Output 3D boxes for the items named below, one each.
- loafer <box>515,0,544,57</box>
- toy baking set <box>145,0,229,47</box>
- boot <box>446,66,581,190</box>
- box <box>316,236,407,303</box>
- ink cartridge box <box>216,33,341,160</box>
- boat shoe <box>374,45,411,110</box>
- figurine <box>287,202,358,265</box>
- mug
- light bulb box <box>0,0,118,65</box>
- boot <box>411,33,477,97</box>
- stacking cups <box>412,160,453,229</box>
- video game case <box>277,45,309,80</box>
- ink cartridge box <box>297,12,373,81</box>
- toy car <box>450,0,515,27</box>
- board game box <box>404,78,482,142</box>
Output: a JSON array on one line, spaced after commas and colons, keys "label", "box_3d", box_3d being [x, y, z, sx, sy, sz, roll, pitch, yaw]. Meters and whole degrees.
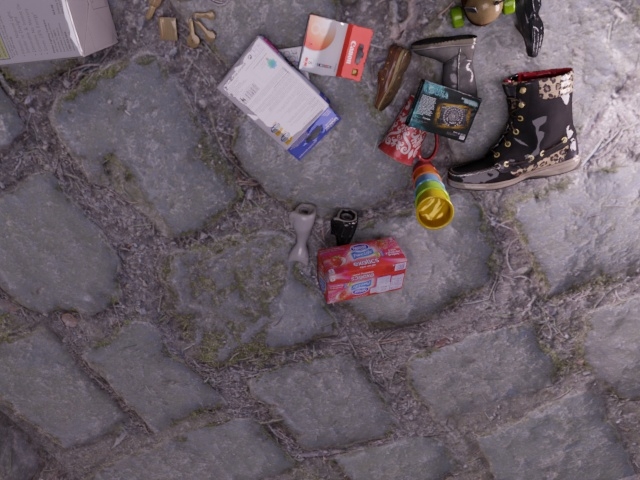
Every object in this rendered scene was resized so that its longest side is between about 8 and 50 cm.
[{"label": "loafer", "box_3d": [0.536, -0.560, 1.370, 0.061, 0.062, 0.170, 12, 124, 45]}, {"label": "toy baking set", "box_3d": [-0.347, -0.639, 1.409, 0.196, 0.030, 0.256, 24, 117, -11]}, {"label": "boot", "box_3d": [0.524, -0.299, 1.454, 0.377, 0.138, 0.284, -10, 118, 5]}, {"label": "box", "box_3d": [0.124, 0.091, 1.644, 0.256, 0.123, 0.128, -10, 133, -14]}, {"label": "ink cartridge box", "box_3d": [-0.111, -0.391, 1.477, 0.311, 0.065, 0.186, 42, 113, -14]}, {"label": "boat shoe", "box_3d": [0.188, -0.445, 1.454, 0.060, 0.064, 0.178, 33, 118, 21]}, {"label": "figurine", "box_3d": [0.000, 0.000, 1.687, 0.214, 0.092, 0.210, 8, 122, 1]}, {"label": "mug", "box_3d": [0.265, -0.309, 1.499, 0.150, 0.113, 0.169, 12, 117, -34]}, {"label": "light bulb box", "box_3d": [-0.765, -0.640, 1.327, 0.360, 0.225, 0.358, -3, 118, 7]}, {"label": "boot", "box_3d": [0.340, -0.441, 1.440, 0.189, 0.076, 0.209, -1, 124, 6]}, {"label": "stacking cups", "box_3d": [0.301, -0.136, 1.457, 0.095, 0.316, 0.096, 3, 116, 6]}, {"label": "video game case", "box_3d": [-0.111, -0.461, 1.486, 0.157, 0.019, 0.143, -6, 117, 8]}, {"label": "ink cartridge box", "box_3d": [0.040, -0.513, 1.425, 0.179, 0.045, 0.146, 12, 116, -6]}, {"label": "toy car", "box_3d": [0.391, -0.586, 1.277, 0.154, 0.188, 0.149, -10, 117, 17]}, {"label": "board game box", "box_3d": [0.330, -0.345, 1.419, 0.186, 0.026, 0.126, 11, 112, -22]}]
